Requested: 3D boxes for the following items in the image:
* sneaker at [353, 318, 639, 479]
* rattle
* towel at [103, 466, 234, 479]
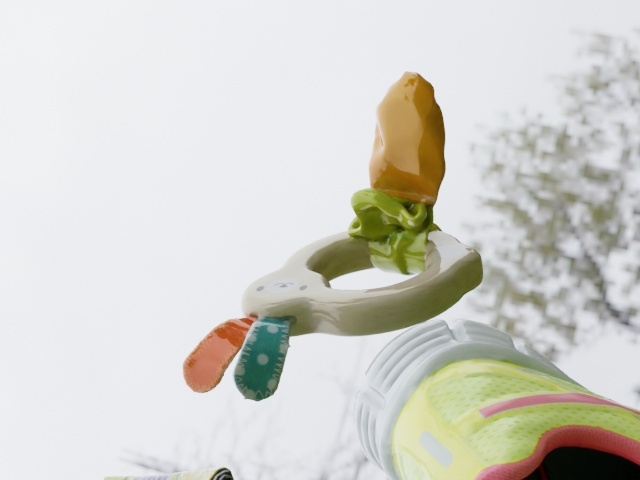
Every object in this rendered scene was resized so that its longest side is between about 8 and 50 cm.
[{"bbox_3d":[0.112,0.096,0.568,0.208,0.094,0.081,19,-79,-20],"label":"sneaker"},{"bbox_3d":[0.000,0.000,1.099,0.199,0.130,0.143,-16,-50,-22],"label":"rattle"},{"bbox_3d":[-0.063,0.105,0.608,0.009,0.083,0.060,36,-117,-26],"label":"towel"}]
